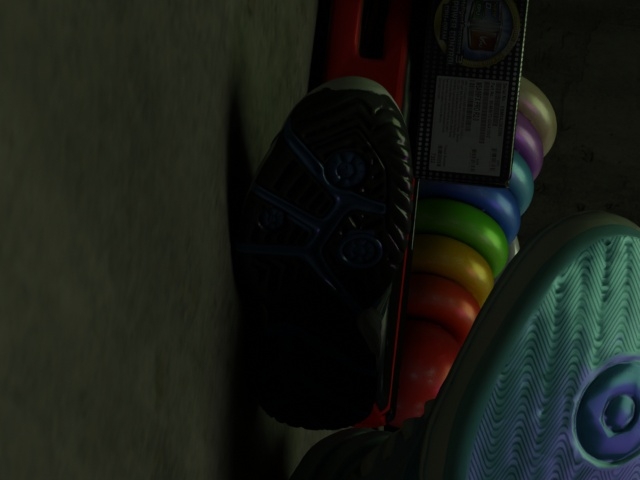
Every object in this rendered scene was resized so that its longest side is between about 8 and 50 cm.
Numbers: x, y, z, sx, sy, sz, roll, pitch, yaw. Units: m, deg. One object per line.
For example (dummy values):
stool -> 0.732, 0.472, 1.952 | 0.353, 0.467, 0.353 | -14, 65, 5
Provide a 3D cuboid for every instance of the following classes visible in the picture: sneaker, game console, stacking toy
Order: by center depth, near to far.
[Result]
sneaker -> 0.000, 0.000, 0.688 | 0.211, 0.080, 0.081 | 100, -4, -45
sneaker -> 0.060, 0.114, 0.758 | 0.208, 0.127, 0.319 | 38, -66, 59
game console -> 0.039, -0.070, 0.967 | 0.342, 0.060, 0.386 | 65, 32, -80
stacking toy -> 0.103, 0.011, 1.217 | 0.141, 0.141, 0.330 | 82, 23, -57

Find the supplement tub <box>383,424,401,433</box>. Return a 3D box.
supplement tub -> 0.100, 0.258, 1.305 | 0.106, 0.106, 0.197 | 75, 11, -66

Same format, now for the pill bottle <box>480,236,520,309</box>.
pill bottle -> 0.140, 0.024, 1.426 | 0.216, 0.121, 0.121 | 33, 62, -80

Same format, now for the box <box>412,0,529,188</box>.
box -> 0.103, -0.179, 0.899 | 0.216, 0.060, 0.270 | -50, 146, -79
